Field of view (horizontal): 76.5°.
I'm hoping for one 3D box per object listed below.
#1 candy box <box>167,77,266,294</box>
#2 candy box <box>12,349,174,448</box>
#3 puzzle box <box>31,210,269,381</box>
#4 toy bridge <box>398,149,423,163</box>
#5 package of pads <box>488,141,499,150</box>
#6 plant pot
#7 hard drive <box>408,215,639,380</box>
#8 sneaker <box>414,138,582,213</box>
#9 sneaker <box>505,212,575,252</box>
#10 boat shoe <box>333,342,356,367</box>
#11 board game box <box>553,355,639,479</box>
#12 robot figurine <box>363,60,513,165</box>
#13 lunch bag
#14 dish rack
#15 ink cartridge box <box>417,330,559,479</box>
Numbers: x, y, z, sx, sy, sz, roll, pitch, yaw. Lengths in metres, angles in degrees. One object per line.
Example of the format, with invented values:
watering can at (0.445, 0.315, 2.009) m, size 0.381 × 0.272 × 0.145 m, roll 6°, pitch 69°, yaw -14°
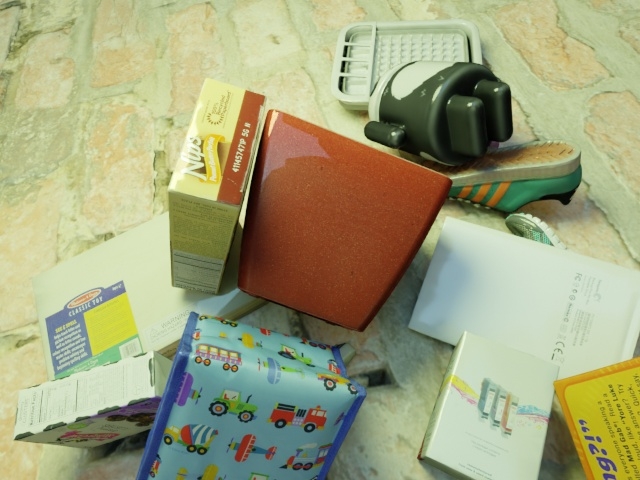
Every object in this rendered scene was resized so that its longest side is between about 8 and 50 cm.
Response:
candy box at (-0.163, -0.056, 0.616) m, size 0.088 × 0.316 × 0.182 m, roll 14°, pitch 61°, yaw -12°
candy box at (-0.306, 0.246, 0.614) m, size 0.197 × 0.164 × 0.070 m, roll -17°, pitch 59°, yaw -1°
puzzle box at (-0.319, 0.089, 0.770) m, size 0.409 × 0.052 × 0.272 m, roll -27°, pitch 62°, yaw -7°
toy bridge at (0.191, -0.181, 0.861) m, size 0.188 × 0.026 × 0.063 m, roll -34°, pitch 62°, yaw -12°
package of pads at (0.328, -0.209, 0.843) m, size 0.084 × 0.050 × 0.031 m, roll 17°, pitch 65°, yaw 18°
plant pot at (0.000, 0.000, 0.638) m, size 0.268 × 0.267 × 0.235 m, roll 21°, pitch 79°, yaw -5°
hard drive at (0.321, 0.101, 0.647) m, size 0.308 × 0.040 × 0.202 m, roll 19°, pitch 82°, yaw 18°
sneaker at (0.309, -0.102, 0.759) m, size 0.303 × 0.121 × 0.108 m, roll 1°, pitch 42°, yaw 33°
sneaker at (0.375, 0.022, 0.702) m, size 0.076 × 0.065 × 0.166 m, roll -33°, pitch 60°, yaw -6°
boat shoe at (-0.044, 0.224, 0.639) m, size 0.219 × 0.077 × 0.070 m, roll -37°, pitch 63°, yaw -10°
board game box at (0.517, 0.250, 0.323) m, size 0.357 × 0.356 × 0.356 m, roll 3°, pitch 59°, yaw -15°
robot figurine at (0.208, -0.238, 0.740) m, size 0.209 × 0.173 × 0.278 m, roll 7°, pitch 19°, yaw -32°
lunch bag at (-0.106, 0.270, 0.522) m, size 0.221 × 0.138 × 0.292 m, roll 18°, pitch 95°, yaw -15°
dish rack at (0.200, -0.405, 0.960) m, size 0.334 × 0.072 × 0.285 m, roll 3°, pitch 61°, yaw 10°
ink cartridge box at (0.227, 0.240, 0.560) m, size 0.128 × 0.128 × 0.176 m, roll 20°, pitch 65°, yaw 19°
